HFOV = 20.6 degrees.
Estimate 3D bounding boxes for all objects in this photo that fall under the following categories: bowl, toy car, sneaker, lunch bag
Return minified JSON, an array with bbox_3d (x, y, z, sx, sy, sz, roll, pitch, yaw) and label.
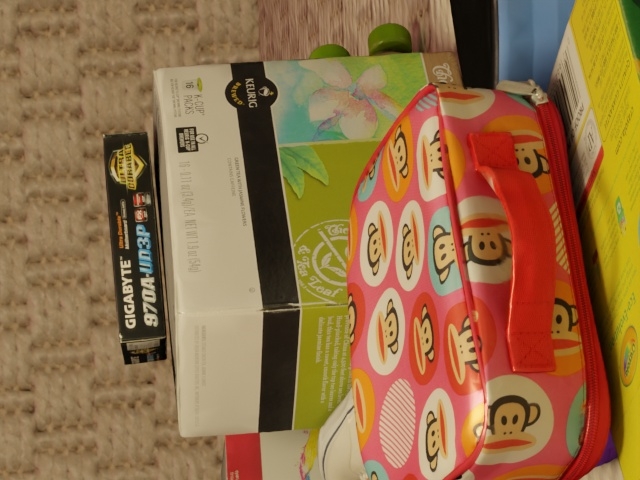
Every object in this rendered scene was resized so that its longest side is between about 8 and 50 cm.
[{"bbox_3d":[0.147,-0.255,1.384,0.391,0.077,0.391,174,90,-89],"label":"bowl"},{"bbox_3d":[0.077,-0.130,2.076,0.188,0.149,0.155,53,-154,-48],"label":"toy car"},{"bbox_3d":[0.056,0.199,1.719,0.258,0.094,0.091,105,157,-50],"label":"sneaker"},{"bbox_3d":[0.104,0.041,1.210,0.258,0.120,0.293,119,149,-59],"label":"lunch bag"}]

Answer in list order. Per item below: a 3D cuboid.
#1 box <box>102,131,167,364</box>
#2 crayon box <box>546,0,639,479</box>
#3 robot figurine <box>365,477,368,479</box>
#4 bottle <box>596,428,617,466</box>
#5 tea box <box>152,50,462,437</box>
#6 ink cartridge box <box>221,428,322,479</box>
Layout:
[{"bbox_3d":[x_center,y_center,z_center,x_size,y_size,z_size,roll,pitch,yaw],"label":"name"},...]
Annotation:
[{"bbox_3d":[-0.196,0.011,1.863,0.175,0.051,0.220,115,150,-78],"label":"box"},{"bbox_3d":[0.221,-0.014,1.112,0.202,0.081,0.319,100,166,-57],"label":"crayon box"},{"bbox_3d":[0.104,0.181,1.544,0.219,0.158,0.128,81,178,-48],"label":"robot figurine"},{"bbox_3d":[0.189,0.114,1.333,0.283,0.092,0.118,127,136,-77],"label":"bottle"},{"bbox_3d":[0.000,0.000,1.801,0.220,0.323,0.329,96,168,-51],"label":"tea box"},{"bbox_3d":[-0.017,0.281,1.908,0.128,0.176,0.127,99,169,-59],"label":"ink cartridge box"}]
